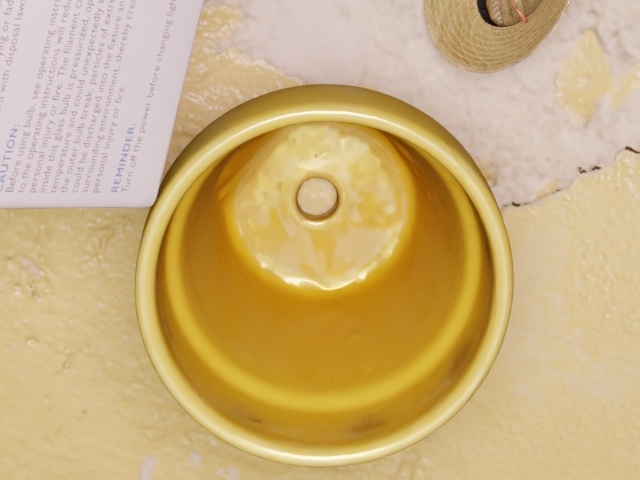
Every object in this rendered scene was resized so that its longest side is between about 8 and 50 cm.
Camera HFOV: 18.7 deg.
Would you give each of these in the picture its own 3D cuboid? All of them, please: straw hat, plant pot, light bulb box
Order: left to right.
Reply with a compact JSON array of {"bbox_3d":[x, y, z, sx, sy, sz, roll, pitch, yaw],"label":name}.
[{"bbox_3d":[-0.320,-0.177,1.213,0.361,0.358,0.225,-1,111,-45],"label":"light bulb box"},{"bbox_3d":[0.000,0.000,1.386,0.254,0.239,0.254,0,107,-2],"label":"plant pot"},{"bbox_3d":[0.151,-0.184,1.425,0.061,0.144,0.144,13,111,-47],"label":"straw hat"}]
